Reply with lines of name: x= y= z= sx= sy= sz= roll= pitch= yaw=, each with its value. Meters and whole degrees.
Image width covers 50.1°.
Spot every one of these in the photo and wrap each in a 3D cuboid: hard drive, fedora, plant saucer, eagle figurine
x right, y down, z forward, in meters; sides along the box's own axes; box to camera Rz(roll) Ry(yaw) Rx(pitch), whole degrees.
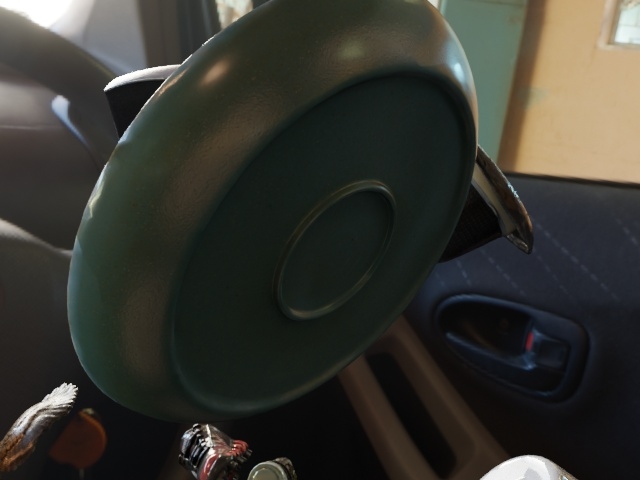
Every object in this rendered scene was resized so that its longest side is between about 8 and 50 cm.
hard drive: x=-0.299 y=-0.236 z=1.290 sx=0.255 sy=0.171 sz=0.054 roll=3 pitch=24 yaw=35
fedora: x=0.175 y=-0.072 z=1.060 sx=0.152 sy=0.334 sz=0.334 roll=-37 pitch=19 yaw=3
plant saucer: x=0.000 y=0.000 z=0.436 sx=0.318 sy=0.317 sz=0.044 roll=-10 pitch=39 yaw=-45
eagle figurine: x=-0.614 y=0.383 z=1.287 sx=0.225 sy=0.298 sz=0.226 roll=-13 pitch=-33 yaw=28

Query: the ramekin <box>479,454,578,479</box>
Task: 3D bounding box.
ramekin: x=0.319 y=0.471 z=1.059 sx=0.135 sy=0.277 sz=0.277 roll=41 pitch=14 yaw=-8

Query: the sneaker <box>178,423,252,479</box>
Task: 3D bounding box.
sneaker: x=-0.208 y=0.408 z=1.278 sx=0.135 sy=0.097 sz=0.276 roll=28 pitch=-10 yaw=2

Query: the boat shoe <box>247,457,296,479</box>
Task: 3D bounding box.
boat shoe: x=-0.085 y=0.437 z=1.018 sx=0.081 sy=0.227 sz=0.069 roll=16 pitch=1 yaw=21
